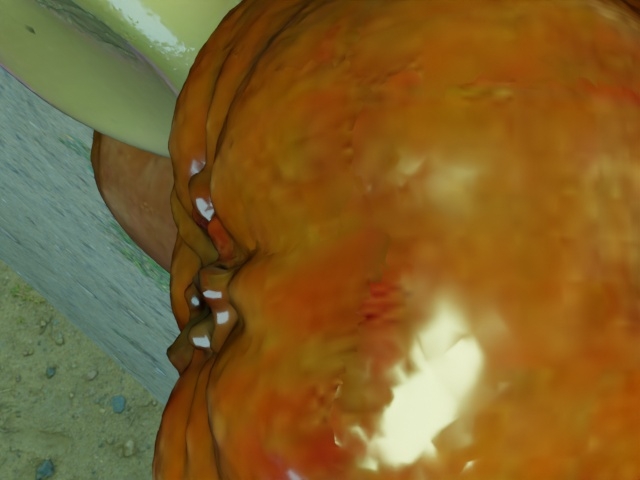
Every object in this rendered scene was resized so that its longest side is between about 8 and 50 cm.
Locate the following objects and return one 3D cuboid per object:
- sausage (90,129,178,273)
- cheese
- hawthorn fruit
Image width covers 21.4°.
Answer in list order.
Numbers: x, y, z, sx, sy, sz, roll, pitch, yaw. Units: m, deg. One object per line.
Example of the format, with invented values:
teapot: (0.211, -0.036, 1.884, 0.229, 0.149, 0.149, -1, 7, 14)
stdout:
sausage: (0.000, 0.000, 0.780, 0.259, 0.113, 0.113, 30, 165, 28)
cheese: (-0.045, -0.094, 0.642, 0.163, 0.082, 0.286, 44, 161, -31)
hawthorn fruit: (0.075, 0.020, 0.489, 0.243, 0.207, 0.207, 1, 177, -16)
